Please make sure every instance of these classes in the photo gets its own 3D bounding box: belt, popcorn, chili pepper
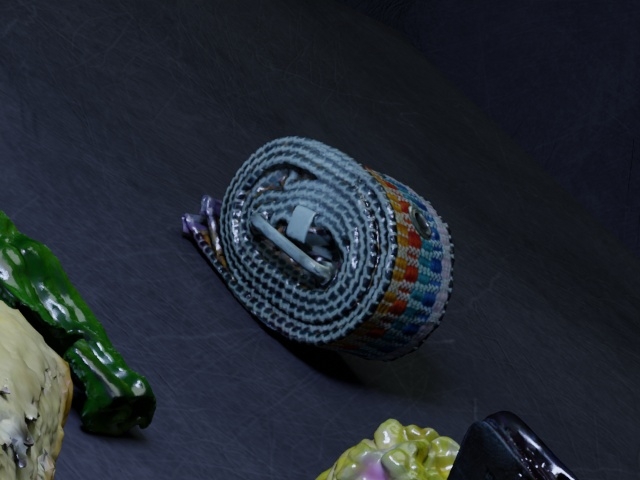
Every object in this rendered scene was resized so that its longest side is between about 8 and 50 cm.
[{"bbox_3d":[0.000,0.000,2.056,0.160,0.207,0.295,18,21,-50],"label":"belt"},{"bbox_3d":[0.073,0.228,1.679,0.145,0.126,0.126,-19,10,-23],"label":"popcorn"},{"bbox_3d":[-0.239,0.068,1.614,0.253,0.083,0.099,43,19,13],"label":"chili pepper"}]

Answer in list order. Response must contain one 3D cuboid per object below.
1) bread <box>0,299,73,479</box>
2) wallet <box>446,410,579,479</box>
[{"bbox_3d":[-0.279,0.140,1.157,0.236,0.165,0.375,28,17,-8],"label":"bread"},{"bbox_3d":[0.103,0.277,1.259,0.045,0.318,0.172,-5,38,-35],"label":"wallet"}]
